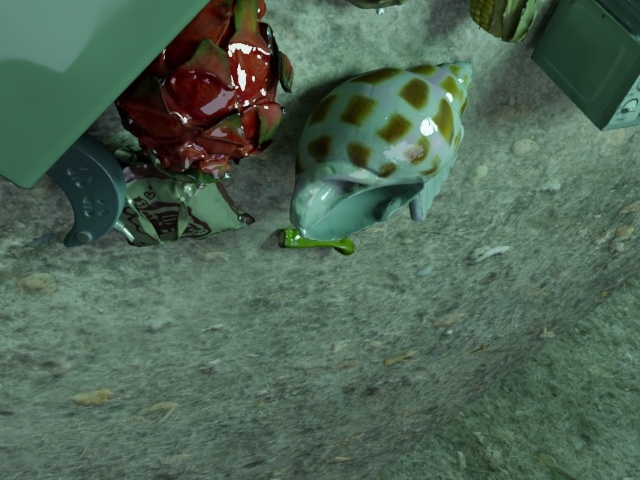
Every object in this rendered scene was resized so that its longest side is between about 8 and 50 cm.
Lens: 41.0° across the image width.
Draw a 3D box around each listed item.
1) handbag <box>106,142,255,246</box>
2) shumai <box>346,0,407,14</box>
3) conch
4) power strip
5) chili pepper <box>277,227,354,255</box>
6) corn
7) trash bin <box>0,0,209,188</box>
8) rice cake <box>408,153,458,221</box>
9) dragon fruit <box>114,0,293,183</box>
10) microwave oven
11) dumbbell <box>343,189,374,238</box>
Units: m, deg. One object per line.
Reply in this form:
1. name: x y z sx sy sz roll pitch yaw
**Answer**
1. handbag: -0.227 -0.065 1.271 0.213 0.127 0.235 -4 150 11
2. shumai: 0.109 -0.371 1.118 0.201 0.120 0.201 -21 146 -15
3. conch: 0.102 -0.154 1.350 0.368 0.197 0.249 -19 143 -4
4. power strip: -0.326 -0.070 1.142 0.137 0.044 0.216 -19 127 16
5. chili pepper: 0.000 0.000 1.651 0.201 0.052 0.050 8 99 -46
6. corn: 0.297 -0.420 1.210 0.122 0.123 0.305 -20 150 -22
7. trash bin: -0.276 -0.247 0.886 0.343 0.158 0.223 -38 139 11
8. rice cake: 0.203 -0.151 1.539 0.189 0.037 0.198 -60 161 -16
9. dragon fruit: -0.143 -0.217 1.063 0.234 0.234 0.293 20 87 -54
10. microwave oven: 0.559 -0.333 1.464 0.295 0.237 0.181 -12 144 -29
11. dumbbell: 0.071 -0.079 1.553 0.110 0.110 0.254 -16 154 -25
